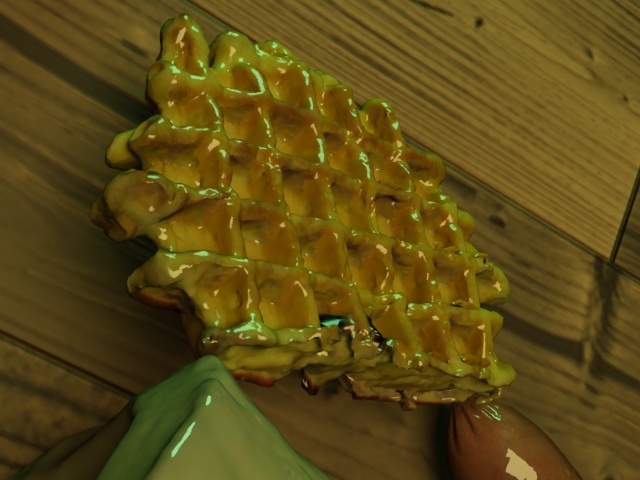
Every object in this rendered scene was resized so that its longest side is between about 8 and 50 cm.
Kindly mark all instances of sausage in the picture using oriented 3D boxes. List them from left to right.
[{"bbox_3d":[0.216,0.273,0.712,0.088,0.088,0.433,-42,98,-24],"label":"sausage"}]

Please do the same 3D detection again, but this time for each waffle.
[{"bbox_3d":[-0.001,0.000,0.618,0.309,0.065,0.283,47,37,-9],"label":"waffle"}]

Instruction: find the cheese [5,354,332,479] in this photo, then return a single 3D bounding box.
[{"bbox_3d":[-0.123,0.214,0.462,0.153,0.292,0.332,48,57,-11],"label":"cheese"}]
